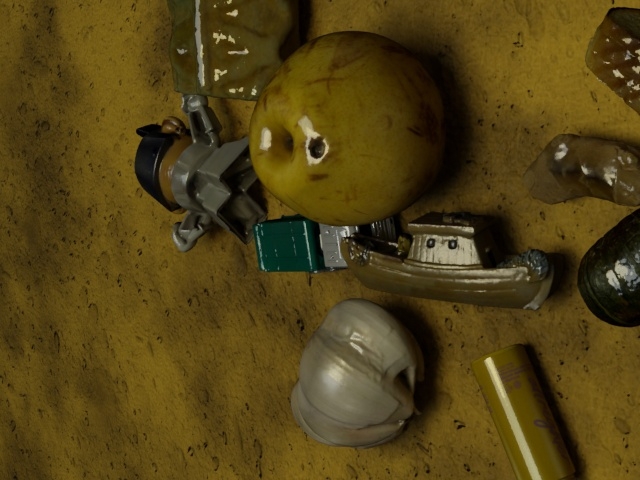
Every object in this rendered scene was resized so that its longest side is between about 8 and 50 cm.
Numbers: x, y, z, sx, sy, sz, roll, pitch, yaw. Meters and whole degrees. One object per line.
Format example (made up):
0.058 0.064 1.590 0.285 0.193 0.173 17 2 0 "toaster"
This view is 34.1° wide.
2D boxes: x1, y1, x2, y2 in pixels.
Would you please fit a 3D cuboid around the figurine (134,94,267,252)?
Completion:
-0.223 -0.123 1.839 0.308 0.143 0.309 -6 80 35 "figurine"

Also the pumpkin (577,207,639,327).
0.371 0.035 1.219 0.183 0.107 0.119 -47 68 41 "pumpkin"

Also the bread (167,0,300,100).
-0.140 -0.338 1.671 0.196 0.238 0.252 -97 13 -77 "bread"

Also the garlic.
0.056 0.221 1.561 0.203 0.184 0.281 32 121 18 "garlic"

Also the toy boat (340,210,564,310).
0.170 0.020 1.414 0.321 0.089 0.122 7 109 32 "toy boat"

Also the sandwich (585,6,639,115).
0.392 -0.166 1.074 0.186 0.214 0.065 51 133 30 "sandwich"

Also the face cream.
0.285 0.277 1.386 0.078 0.078 0.274 -34 71 46 "face cream"

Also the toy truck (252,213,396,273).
0.000 0.000 1.627 0.253 0.124 0.114 -2 99 50 "toy truck"

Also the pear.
0.038 -0.152 1.443 0.280 0.280 0.281 12 106 47 "pear"

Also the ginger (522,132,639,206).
0.326 -0.083 1.276 0.190 0.068 0.096 13 109 46 "ginger"
